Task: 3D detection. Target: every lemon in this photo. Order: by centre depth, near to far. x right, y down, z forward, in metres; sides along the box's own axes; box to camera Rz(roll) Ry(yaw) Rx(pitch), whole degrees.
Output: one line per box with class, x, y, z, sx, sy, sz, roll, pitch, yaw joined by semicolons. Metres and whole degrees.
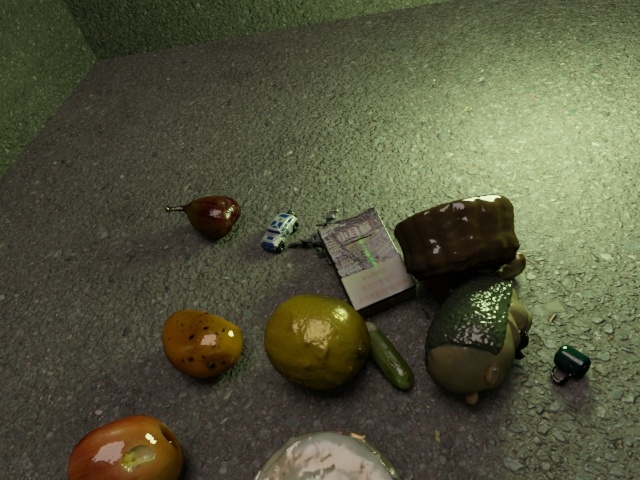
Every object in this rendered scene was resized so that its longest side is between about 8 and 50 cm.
lemon;-0.011;0.264;1.397;0.284;0.260;0.260;-7;45;14

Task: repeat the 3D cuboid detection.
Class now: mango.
mango;-0.360;0.298;1.548;0.291;0.159;0.191;19;65;36

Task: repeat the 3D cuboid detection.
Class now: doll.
doll;0.402;0.226;1.328;0.248;0.247;0.349;6;40;23

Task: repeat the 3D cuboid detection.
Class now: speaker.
speaker;0.603;0.306;1.289;0.094;0.060;0.075;-39;47;-19

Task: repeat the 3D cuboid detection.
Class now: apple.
apple;-0.469;0.539;1.289;0.241;0.242;0.242;-26;44;-16

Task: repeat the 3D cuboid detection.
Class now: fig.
fig;-0.437;-0.096;1.947;0.275;0.145;0.170;10;49;7

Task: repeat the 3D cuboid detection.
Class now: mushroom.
mushroom;0.515;0.025;1.571;0.097;0.088;0.212;-26;52;-7

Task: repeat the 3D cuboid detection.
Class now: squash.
squash;0.171;0.305;1.426;0.069;0.069;0.239;-30;46;-11

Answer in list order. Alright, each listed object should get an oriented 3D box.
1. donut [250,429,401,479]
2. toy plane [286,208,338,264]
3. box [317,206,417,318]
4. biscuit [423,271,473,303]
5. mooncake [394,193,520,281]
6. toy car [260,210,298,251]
donut;0.010;0.605;1.134;0.383;0.142;0.382;-10;45;10
toy plane;-0.004;-0.003;1.771;0.262;0.088;0.192;-8;73;16
box;0.138;0.065;1.608;0.198;0.084;0.310;-23;59;-4
biscuit;0.401;0.116;1.560;0.229;0.031;0.176;20;57;33
mooncake;0.372;0.001;1.437;0.324;0.324;0.187;-13;81;6
toy car;-0.142;-0.038;1.859;0.080;0.070;0.170;13;53;29
